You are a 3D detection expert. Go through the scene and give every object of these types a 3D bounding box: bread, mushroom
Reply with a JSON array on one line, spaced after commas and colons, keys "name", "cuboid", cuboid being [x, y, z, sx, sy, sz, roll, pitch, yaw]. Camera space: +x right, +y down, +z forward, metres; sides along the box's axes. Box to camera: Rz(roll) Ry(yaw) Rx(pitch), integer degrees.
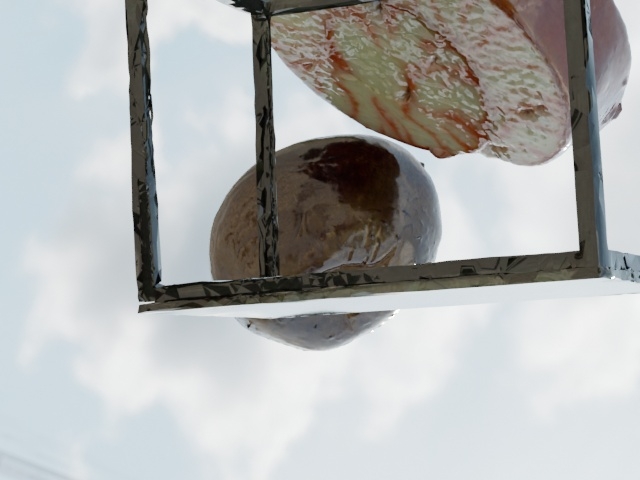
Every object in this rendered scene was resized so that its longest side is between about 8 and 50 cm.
[{"name": "bread", "cuboid": [0.092, -0.197, 1.676, 0.327, 0.295, 0.114, 16, -120, 35]}, {"name": "mushroom", "cuboid": [0.005, 0.010, 1.834, 0.231, 0.194, 0.138, -48, -134, 19]}]

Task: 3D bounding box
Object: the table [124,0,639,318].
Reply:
[{"name": "table", "cuboid": [0.061, -0.092, 1.381, 0.335, 0.222, 0.272, -5, -95, 24]}]
